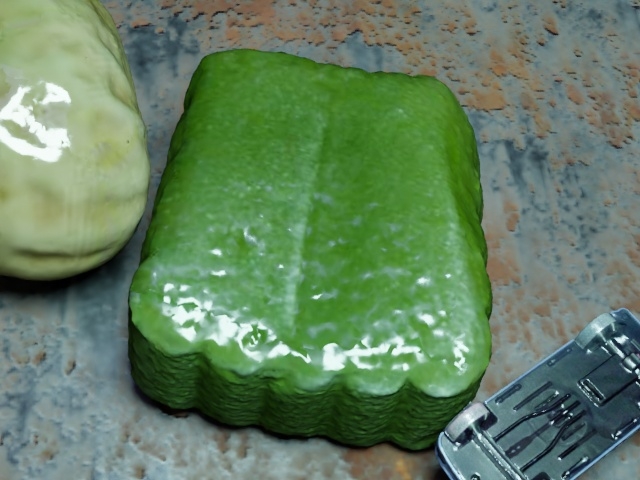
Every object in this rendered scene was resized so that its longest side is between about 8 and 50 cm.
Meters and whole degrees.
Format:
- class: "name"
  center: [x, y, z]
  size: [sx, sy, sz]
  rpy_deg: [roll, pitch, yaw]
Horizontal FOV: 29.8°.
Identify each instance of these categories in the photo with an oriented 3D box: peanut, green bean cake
- class: "peanut"
  center: [-0.245, -0.134, 0.817]
  size: [0.192, 0.169, 0.387]
  rpy_deg: [-29, 64, -27]
- class: "green bean cake"
  center: [0.000, 0.000, 0.780]
  size: [0.222, 0.125, 0.248]
  rpy_deg: [9, 60, -1]

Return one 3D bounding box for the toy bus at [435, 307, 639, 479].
- class: "toy bus"
  center: [0.147, 0.116, 0.743]
  size: [0.167, 0.076, 0.073]
  rpy_deg: [-30, 66, -23]
